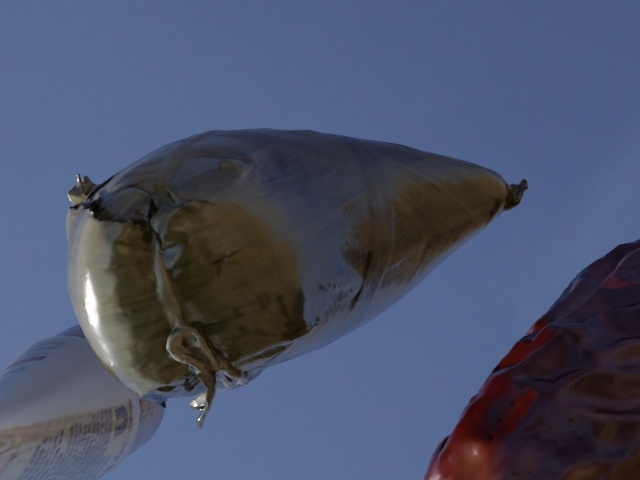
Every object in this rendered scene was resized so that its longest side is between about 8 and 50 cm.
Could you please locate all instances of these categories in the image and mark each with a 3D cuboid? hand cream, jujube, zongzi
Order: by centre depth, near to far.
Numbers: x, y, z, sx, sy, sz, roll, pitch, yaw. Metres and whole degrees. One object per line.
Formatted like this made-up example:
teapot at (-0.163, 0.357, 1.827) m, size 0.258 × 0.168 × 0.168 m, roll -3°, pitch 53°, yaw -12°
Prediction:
jujube at (0.133, 0.080, 0.730) m, size 0.230 × 0.155 × 0.155 m, roll -33°, pitch -46°, yaw -47°
zongzi at (0.000, 0.000, 0.734) m, size 0.197 × 0.194 × 0.099 m, roll -12°, pitch -85°, yaw -5°
hand cream at (-0.167, 0.111, 0.999) m, size 0.133 × 0.083 × 0.248 m, roll -47°, pitch -6°, yaw 19°
